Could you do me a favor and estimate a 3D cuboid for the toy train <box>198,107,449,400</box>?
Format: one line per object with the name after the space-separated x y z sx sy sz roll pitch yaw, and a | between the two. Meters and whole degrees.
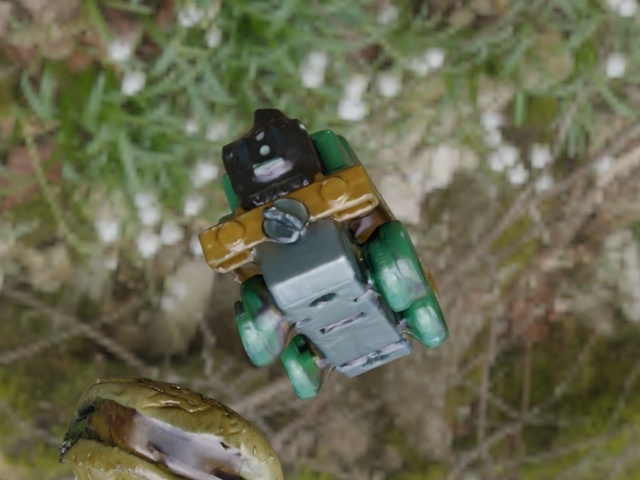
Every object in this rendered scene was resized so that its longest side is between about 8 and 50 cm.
0.000 0.000 1.753 0.178 0.249 0.429 -22 158 6 | toy train

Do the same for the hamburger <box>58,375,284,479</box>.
-0.162 0.254 2.014 0.265 0.134 0.285 19 160 -1 | hamburger
